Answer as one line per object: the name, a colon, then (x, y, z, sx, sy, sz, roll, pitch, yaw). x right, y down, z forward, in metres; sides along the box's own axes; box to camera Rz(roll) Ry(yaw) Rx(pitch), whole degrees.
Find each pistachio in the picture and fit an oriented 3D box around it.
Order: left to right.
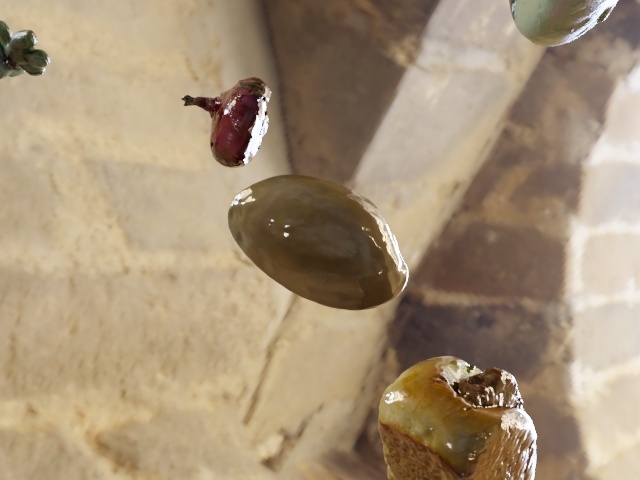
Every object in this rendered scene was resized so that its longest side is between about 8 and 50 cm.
pistachio: (0.000, 0.000, 2.103, 0.293, 0.182, 0.162, 24, 178, -2)

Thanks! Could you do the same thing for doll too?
doll: (-0.501, -0.305, 2.255, 0.150, 0.077, 0.115, -5, 135, 52)

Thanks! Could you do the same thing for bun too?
bun: (0.417, -0.460, 2.211, 0.187, 0.293, 0.293, 0, -151, -11)

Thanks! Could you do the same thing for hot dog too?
hot dog: (0.220, 0.320, 2.091, 0.185, 0.405, 0.223, 27, -122, 29)

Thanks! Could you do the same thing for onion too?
onion: (-0.150, -0.193, 2.133, 0.140, 0.150, 0.150, 17, -157, -4)
